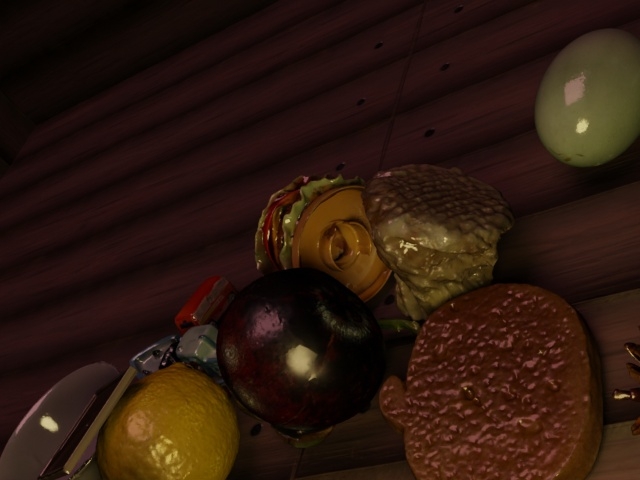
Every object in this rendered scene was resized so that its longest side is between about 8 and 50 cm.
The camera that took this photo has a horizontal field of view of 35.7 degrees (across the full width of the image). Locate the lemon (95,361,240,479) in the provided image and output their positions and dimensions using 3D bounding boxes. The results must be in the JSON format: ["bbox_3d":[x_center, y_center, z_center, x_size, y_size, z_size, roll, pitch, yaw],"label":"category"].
[{"bbox_3d":[-0.270,0.360,1.799,0.245,0.245,0.320,-21,18,31],"label":"lemon"}]

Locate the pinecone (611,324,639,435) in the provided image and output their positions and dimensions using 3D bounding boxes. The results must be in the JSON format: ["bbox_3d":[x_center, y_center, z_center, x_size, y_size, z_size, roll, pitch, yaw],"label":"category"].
[{"bbox_3d":[0.474,0.190,1.229,0.201,0.202,0.229,-27,29,-9],"label":"pinecone"}]

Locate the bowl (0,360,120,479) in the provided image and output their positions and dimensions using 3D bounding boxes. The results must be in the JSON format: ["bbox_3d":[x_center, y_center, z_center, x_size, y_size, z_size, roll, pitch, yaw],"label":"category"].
[{"bbox_3d":[-0.487,0.431,2.040,0.345,0.157,0.345,-28,33,20],"label":"bowl"}]

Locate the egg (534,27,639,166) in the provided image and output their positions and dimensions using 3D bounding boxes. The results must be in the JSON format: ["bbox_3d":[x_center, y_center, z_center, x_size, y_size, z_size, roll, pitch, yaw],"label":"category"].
[{"bbox_3d":[0.493,-0.256,1.783,0.203,0.203,0.283,1,55,49],"label":"egg"}]

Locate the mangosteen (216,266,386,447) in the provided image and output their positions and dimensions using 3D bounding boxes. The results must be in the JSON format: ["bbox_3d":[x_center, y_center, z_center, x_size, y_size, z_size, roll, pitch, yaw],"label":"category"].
[{"bbox_3d":[-0.047,0.197,1.713,0.300,0.300,0.300,-29,33,20],"label":"mangosteen"}]

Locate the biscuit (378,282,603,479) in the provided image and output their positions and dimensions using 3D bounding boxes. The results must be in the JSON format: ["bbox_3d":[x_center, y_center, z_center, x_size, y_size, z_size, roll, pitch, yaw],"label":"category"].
[{"bbox_3d":[0.254,0.239,1.508,0.350,0.070,0.394,-9,47,29],"label":"biscuit"}]

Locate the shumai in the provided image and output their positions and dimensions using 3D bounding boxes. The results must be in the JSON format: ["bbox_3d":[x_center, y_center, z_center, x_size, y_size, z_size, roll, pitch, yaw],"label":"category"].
[{"bbox_3d":[0.171,0.031,1.710,0.267,0.262,0.314,23,25,22],"label":"shumai"}]

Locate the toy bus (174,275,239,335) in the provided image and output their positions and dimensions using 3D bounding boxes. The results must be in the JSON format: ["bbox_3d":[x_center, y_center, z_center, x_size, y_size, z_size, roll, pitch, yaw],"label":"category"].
[{"bbox_3d":[-0.251,0.146,2.202,0.079,0.077,0.174,-17,26,36],"label":"toy bus"}]

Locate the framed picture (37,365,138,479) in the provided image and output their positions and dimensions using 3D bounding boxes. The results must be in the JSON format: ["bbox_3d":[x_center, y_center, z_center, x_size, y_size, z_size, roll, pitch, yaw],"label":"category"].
[{"bbox_3d":[-0.430,0.341,1.812,0.211,0.020,0.289,-58,12,-27],"label":"framed picture"}]

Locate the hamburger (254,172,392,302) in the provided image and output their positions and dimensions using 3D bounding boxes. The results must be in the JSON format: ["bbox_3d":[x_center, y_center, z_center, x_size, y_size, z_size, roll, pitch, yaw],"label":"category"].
[{"bbox_3d":[0.000,0.000,1.944,0.274,0.274,0.212,-51,31,-17],"label":"hamburger"}]

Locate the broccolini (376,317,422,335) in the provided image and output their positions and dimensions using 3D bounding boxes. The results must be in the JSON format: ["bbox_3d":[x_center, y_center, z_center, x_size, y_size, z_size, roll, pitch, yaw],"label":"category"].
[{"bbox_3d":[0.155,0.206,1.707,0.123,0.062,0.271,-34,32,-16],"label":"broccolini"}]

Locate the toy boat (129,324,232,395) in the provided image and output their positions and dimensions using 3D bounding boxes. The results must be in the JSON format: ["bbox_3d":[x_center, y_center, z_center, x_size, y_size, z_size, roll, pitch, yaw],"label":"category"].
[{"bbox_3d":[-0.275,0.247,2.065,0.332,0.133,0.145,-12,42,40],"label":"toy boat"}]
